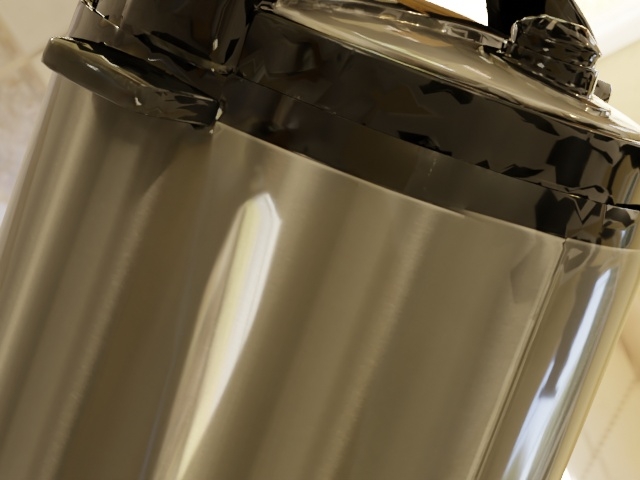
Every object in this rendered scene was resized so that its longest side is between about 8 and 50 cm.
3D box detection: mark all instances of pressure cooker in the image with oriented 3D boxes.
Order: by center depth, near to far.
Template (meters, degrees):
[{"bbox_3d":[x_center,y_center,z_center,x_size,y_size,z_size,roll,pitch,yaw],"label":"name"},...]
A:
[{"bbox_3d":[0.005,0.002,1.078,0.376,0.420,0.370,19,11,-4],"label":"pressure cooker"}]
